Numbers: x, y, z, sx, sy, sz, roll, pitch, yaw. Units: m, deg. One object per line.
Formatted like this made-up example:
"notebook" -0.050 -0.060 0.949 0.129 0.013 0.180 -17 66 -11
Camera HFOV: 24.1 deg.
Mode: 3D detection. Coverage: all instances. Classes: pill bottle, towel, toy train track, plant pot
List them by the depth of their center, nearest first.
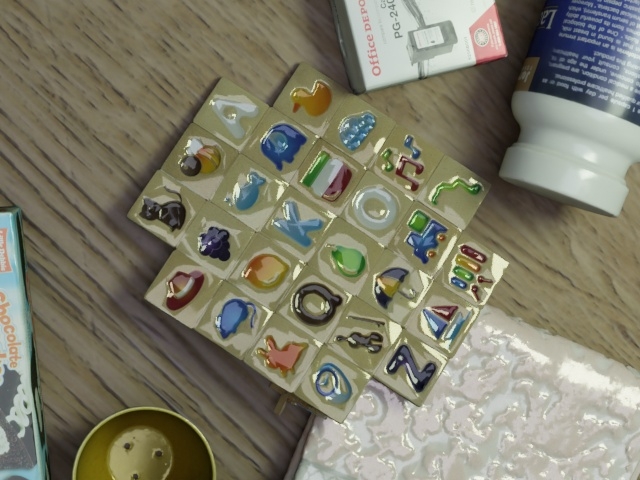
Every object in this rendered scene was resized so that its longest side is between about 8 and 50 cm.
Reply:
"plant pot" -0.172 0.220 1.446 0.134 0.095 0.134 0 93 -10
"pill bottle" 0.277 -0.165 1.469 0.153 0.153 0.265 20 89 -10
"toy train track" -0.018 0.158 1.483 0.014 0.083 0.048 27 88 -46
"towel" 0.146 0.224 1.501 0.331 0.053 0.317 25 85 -6

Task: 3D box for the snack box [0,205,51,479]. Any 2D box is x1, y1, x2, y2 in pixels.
"snack box" -0.288 0.132 1.376 0.060 0.187 0.322 -6 94 -9

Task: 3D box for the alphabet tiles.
"alphabet tiles" 0.000 0.000 1.469 0.342 0.011 0.285 33 79 -2

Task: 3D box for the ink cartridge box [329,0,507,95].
"ink cartridge box" 0.095 -0.214 1.482 0.150 0.063 0.109 -15 95 -9
